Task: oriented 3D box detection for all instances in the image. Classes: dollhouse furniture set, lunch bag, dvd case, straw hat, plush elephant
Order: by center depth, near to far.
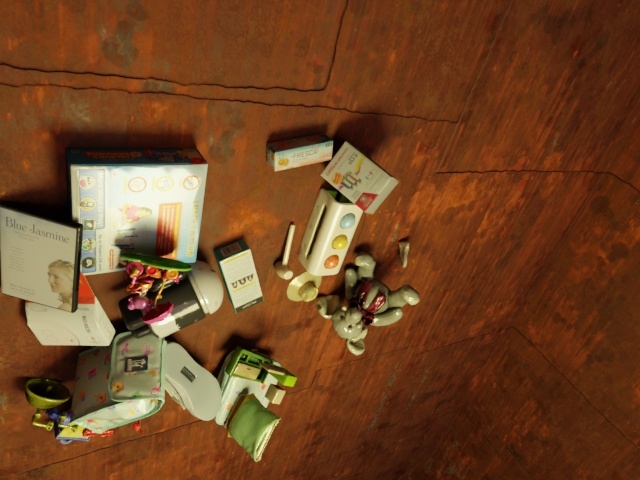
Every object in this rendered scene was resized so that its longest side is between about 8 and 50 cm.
[{"bbox_3d":[-0.651,0.046,1.129,0.180,0.022,0.253,17,118,-4],"label":"dvd case"},{"bbox_3d":[-0.555,0.391,1.378,0.262,0.224,0.160,-24,139,11],"label":"lunch bag"},{"bbox_3d":[-0.242,0.542,1.616,0.151,0.197,0.302,31,82,-40],"label":"dollhouse furniture set"},{"bbox_3d":[-0.044,0.181,1.730,0.144,0.061,0.145,-20,135,-22],"label":"straw hat"},{"bbox_3d":[0.141,0.250,1.768,0.255,0.272,0.330,-43,171,-35],"label":"plush elephant"},{"bbox_3d":[-0.284,0.536,1.782,0.224,0.107,0.279,24,87,-40],"label":"lunch bag"}]

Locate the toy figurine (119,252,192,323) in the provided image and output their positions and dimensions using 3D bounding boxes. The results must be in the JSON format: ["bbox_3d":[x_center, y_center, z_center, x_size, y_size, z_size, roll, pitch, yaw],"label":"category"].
[{"bbox_3d":[-0.422,0.125,1.200,0.173,0.130,0.159,13,94,-19],"label":"toy figurine"}]

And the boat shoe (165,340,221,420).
[{"bbox_3d":[-0.470,0.458,1.604,0.136,0.156,0.367,-57,135,-33],"label":"boat shoe"}]

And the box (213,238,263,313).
[{"bbox_3d":[-0.253,0.115,1.522,0.100,0.060,0.244,-23,136,-17],"label":"box"}]

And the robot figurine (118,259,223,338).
[{"bbox_3d":[-0.414,0.164,1.371,0.278,0.209,0.174,-25,99,-16],"label":"robot figurine"}]

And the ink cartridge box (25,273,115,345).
[{"bbox_3d":[-0.655,0.181,1.230,0.188,0.066,0.232,0,137,4],"label":"ink cartridge box"}]

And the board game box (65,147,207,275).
[{"bbox_3d":[-0.452,-0.072,1.198,0.301,0.086,0.308,-6,129,-32],"label":"board game box"}]

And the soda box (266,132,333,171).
[{"bbox_3d":[-0.058,-0.248,1.352,0.183,0.058,0.063,-16,133,-25],"label":"soda box"}]

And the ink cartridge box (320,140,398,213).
[{"bbox_3d":[0.115,-0.183,1.422,0.128,0.176,0.127,-52,166,12],"label":"ink cartridge box"}]

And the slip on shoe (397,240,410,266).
[{"bbox_3d":[0.323,0.053,1.902,0.041,0.052,0.135,7,142,8],"label":"slip on shoe"}]

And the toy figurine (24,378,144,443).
[{"bbox_3d":[-0.747,0.562,1.467,0.217,0.191,0.362,-47,137,16],"label":"toy figurine"}]

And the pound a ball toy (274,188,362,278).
[{"bbox_3d":[0.000,0.000,1.550,0.208,0.136,0.319,-2,126,-35],"label":"pound a ball toy"}]
